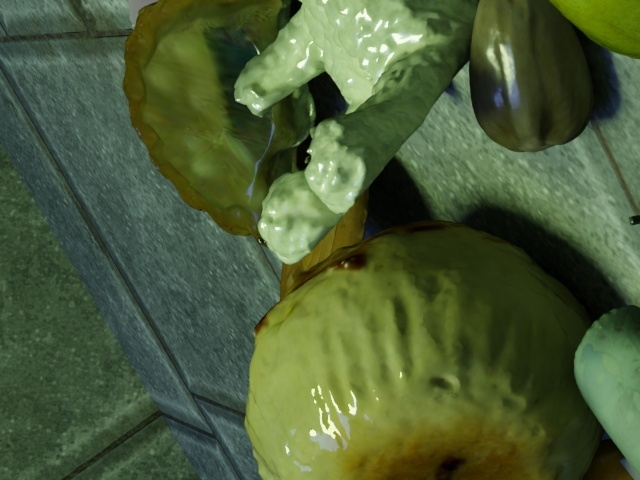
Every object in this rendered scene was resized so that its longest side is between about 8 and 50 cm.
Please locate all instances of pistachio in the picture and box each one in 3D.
[{"bbox_3d":[0.186,-0.157,1.691,0.108,0.126,0.185,-2,130,15],"label":"pistachio"}]

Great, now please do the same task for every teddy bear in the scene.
[{"bbox_3d":[-0.033,-0.235,1.760,0.362,0.375,0.327,41,150,-1],"label":"teddy bear"}]

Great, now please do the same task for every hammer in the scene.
[{"bbox_3d":[0.318,0.070,1.725,0.206,0.119,0.335,-125,24,-48],"label":"hammer"}]

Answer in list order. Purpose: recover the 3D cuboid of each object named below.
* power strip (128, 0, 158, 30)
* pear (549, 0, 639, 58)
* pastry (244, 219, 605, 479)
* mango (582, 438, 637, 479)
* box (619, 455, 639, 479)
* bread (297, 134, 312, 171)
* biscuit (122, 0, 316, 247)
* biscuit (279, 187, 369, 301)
[{"bbox_3d":[-0.169,-0.290,2.340,0.279,0.037,0.109,25,121,56],"label":"power strip"},{"bbox_3d":[0.230,-0.236,1.295,0.212,0.212,0.269,47,164,24],"label":"pear"},{"bbox_3d":[0.105,0.155,2.000,0.312,0.388,0.388,-94,-8,-45],"label":"pastry"},{"bbox_3d":[0.333,0.313,2.070,0.154,0.126,0.252,51,157,47],"label":"mango"},{"bbox_3d":[0.421,0.288,1.906,0.243,0.067,0.155,54,159,3],"label":"box"},{"bbox_3d":[-0.099,-0.130,2.368,0.230,0.123,0.230,44,158,23],"label":"bread"},{"bbox_3d":[-0.100,-0.148,2.203,0.329,0.078,0.335,-26,91,45],"label":"biscuit"},{"bbox_3d":[-0.001,0.000,2.220,0.037,0.262,0.262,14,168,-15],"label":"biscuit"}]
